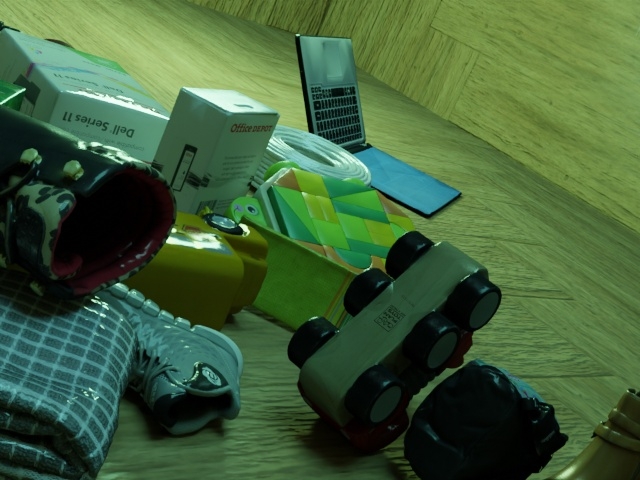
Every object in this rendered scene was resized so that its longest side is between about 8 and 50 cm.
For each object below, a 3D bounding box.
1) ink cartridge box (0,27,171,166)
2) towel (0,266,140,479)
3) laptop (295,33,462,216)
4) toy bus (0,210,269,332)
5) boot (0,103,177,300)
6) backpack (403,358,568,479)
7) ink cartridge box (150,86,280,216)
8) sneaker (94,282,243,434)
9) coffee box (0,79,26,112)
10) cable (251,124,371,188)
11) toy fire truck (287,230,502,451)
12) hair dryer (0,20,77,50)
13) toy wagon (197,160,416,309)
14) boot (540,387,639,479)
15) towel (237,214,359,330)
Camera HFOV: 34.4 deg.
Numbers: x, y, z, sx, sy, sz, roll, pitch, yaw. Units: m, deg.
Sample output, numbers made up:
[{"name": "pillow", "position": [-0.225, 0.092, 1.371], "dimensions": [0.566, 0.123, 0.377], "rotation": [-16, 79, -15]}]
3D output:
[{"name": "ink cartridge box", "position": [-0.345, -0.182, 1.531], "dimensions": [0.207, 0.119, 0.353], "rotation": [12, 21, -39]}, {"name": "towel", "position": [-0.287, 0.091, 0.778], "dimensions": [0.284, 0.121, 0.235], "rotation": [21, 16, -10]}, {"name": "laptop", "position": [0.139, -0.266, 2.286], "dimensions": [0.237, 0.407, 0.382], "rotation": [-6, 7, 19]}, {"name": "toy bus", "position": [-0.202, 0.025, 1.116], "dimensions": [0.333, 0.108, 0.130], "rotation": [11, 21, -37]}, {"name": "boot", "position": [-0.313, -0.055, 0.826], "dimensions": [0.284, 0.138, 0.377], "rotation": [23, 8, 19]}, {"name": "backpack", "position": [0.177, 0.194, 1.072], "dimensions": [0.182, 0.152, 0.115], "rotation": [24, 26, -55]}, {"name": "ink cartridge box", "position": [-0.155, -0.099, 1.396], "dimensions": [0.086, 0.203, 0.148], "rotation": [30, 17, 19]}, {"name": "sneaker", "position": [-0.170, 0.110, 0.951], "dimensions": [0.229, 0.086, 0.132], "rotation": [20, 20, -19]}, {"name": "coffee box", "position": [-0.423, -0.130, 1.285], "dimensions": [0.041, 0.113, 0.184], "rotation": [19, 18, -6]}, {"name": "cable", "position": [-0.029, -0.125, 1.849], "dimensions": [0.257, 0.089, 0.257], "rotation": [17, 18, -23]}, {"name": "toy fire truck", "position": [0.080, 0.132, 1.124], "dimensions": [0.158, 0.217, 0.246], "rotation": [36, -22, 34]}, {"name": "hair dryer", "position": [-0.494, -0.286, 1.776], "dimensions": [0.294, 0.080, 0.223], "rotation": [16, 34, -10]}, {"name": "toy wagon", "position": [0.000, 0.000, 1.398], "dimensions": [0.345, 0.068, 0.267], "rotation": [13, 40, -35]}, {"name": "boot", "position": [0.302, 0.230, 1.112], "dimensions": [0.197, 0.152, 0.073], "rotation": [4, 26, -49]}, {"name": "towel", "position": [-0.015, 0.063, 1.279], "dimensions": [0.237, 0.102, 0.021], "rotation": [27, -16, 3]}]
